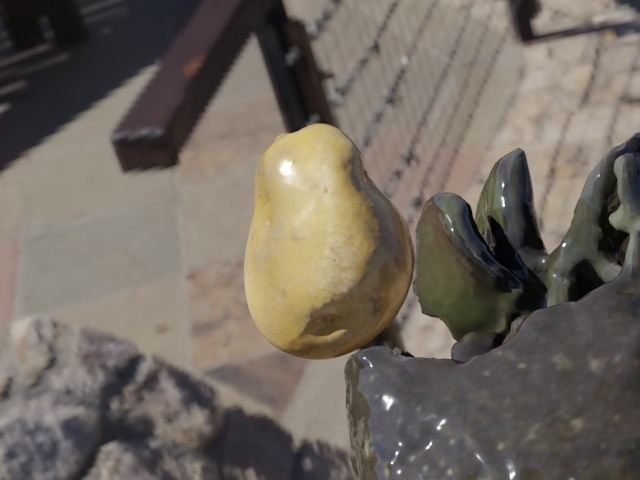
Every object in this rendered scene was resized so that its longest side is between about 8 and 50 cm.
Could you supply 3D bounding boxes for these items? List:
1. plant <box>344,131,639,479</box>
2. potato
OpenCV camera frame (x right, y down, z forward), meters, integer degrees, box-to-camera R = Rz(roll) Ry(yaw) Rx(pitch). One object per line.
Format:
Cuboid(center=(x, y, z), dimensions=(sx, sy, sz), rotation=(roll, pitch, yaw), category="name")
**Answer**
Cuboid(center=(0.111, 0.098, 0.800), dimensions=(0.188, 0.199, 0.276), rotation=(-8, 49, 20), category="plant")
Cuboid(center=(0.000, 0.000, 0.602), dimensions=(0.068, 0.083, 0.062), rotation=(-18, 2, 26), category="potato")
